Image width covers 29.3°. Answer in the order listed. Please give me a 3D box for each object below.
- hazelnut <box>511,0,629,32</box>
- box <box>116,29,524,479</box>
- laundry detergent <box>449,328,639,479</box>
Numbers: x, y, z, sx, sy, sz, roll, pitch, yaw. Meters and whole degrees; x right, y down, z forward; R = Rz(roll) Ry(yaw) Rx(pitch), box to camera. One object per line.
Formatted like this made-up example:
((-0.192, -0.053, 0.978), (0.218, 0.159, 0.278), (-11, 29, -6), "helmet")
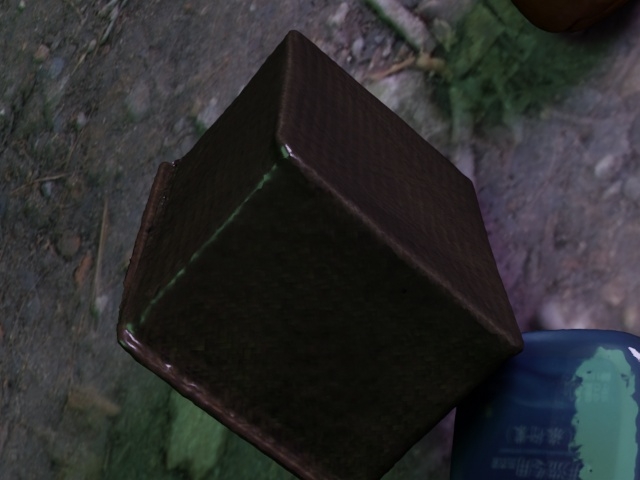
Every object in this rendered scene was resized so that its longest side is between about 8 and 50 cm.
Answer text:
((0.160, -0.218, 0.822), (0.150, 0.150, 0.150), (-24, 52, 36), "hazelnut")
((-0.002, 0.002, 0.759), (0.143, 0.184, 0.273), (-47, 16, 18), "box")
((0.123, 0.195, 0.652), (0.143, 0.094, 0.290), (-9, 62, 42), "laundry detergent")
